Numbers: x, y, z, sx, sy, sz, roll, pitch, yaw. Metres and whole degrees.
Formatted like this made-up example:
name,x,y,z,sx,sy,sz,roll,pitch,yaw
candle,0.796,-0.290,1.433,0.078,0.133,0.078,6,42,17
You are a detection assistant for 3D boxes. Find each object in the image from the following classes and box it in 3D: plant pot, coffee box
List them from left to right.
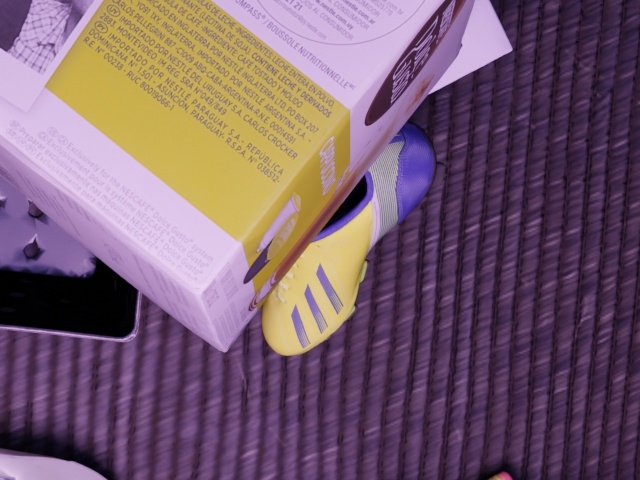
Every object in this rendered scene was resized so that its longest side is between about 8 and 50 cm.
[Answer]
name,x,y,z,sx,sy,sz,roll,pitch,yaw
plant pot,-0.251,-0.023,1.666,0.188,0.167,0.188,6,95,-10
coffee box,-0.106,-0.164,1.410,0.338,0.337,0.334,38,82,5

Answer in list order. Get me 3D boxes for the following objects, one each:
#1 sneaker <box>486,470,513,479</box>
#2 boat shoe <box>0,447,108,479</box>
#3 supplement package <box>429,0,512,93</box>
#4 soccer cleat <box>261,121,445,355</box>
name,x,y,z,sx,sy,sz,roll,pitch,yaw
sneaker,0.149,0.264,1.808,0.209,0.081,0.094,12,85,-16
boat shoe,-0.286,0.225,1.728,0.228,0.081,0.079,20,84,-20
supplement package,0.015,-0.240,1.699,0.204,0.145,0.261,-28,99,-5
soccer cleat,0.000,-0.001,1.682,0.121,0.289,0.093,-5,53,-38
